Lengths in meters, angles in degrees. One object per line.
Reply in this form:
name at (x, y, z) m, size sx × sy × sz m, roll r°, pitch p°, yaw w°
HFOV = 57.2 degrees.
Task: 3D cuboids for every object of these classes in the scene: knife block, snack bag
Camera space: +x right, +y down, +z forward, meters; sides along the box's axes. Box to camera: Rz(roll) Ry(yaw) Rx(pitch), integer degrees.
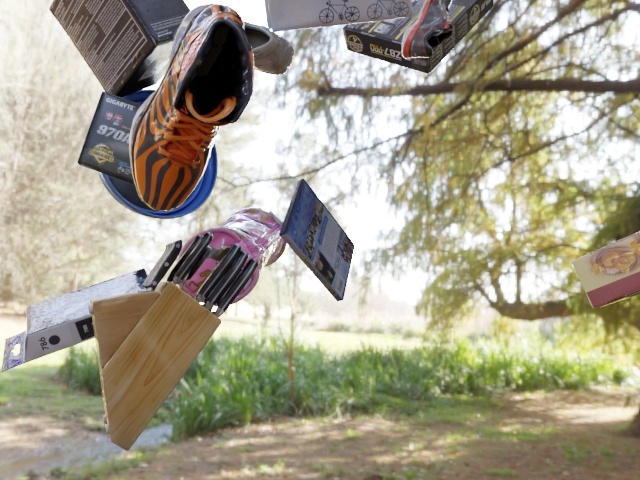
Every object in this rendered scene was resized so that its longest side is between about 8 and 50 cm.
knife block at (-0.199, 0.131, 0.847) m, size 0.242 × 0.275 × 0.088 m, roll -7°, pitch -1°, yaw -23°
snack bag at (0.019, -0.613, 1.187) m, size 0.323 × 0.342 × 0.037 m, roll 0°, pitch 29°, yaw 13°

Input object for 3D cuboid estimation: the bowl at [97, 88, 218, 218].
bowl at (-0.495, -0.254, 1.774) m, size 0.391 × 0.391 × 0.077 m, roll 11°, pitch -14°, yaw -42°

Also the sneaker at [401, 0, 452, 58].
sneaker at (0.192, -0.350, 0.964) m, size 0.065 × 0.158 × 0.061 m, roll 21°, pitch -23°, yaw 25°

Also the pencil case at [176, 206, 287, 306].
pencil case at (-0.175, 0.024, 1.255) m, size 0.160 × 0.167 × 0.386 m, roll 23°, pitch 12°, yaw 2°

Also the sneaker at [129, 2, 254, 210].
sneaker at (-0.186, -0.163, 0.808) m, size 0.124 × 0.321 × 0.180 m, roll 13°, pitch 23°, yaw -23°

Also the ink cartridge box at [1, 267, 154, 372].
ink cartridge box at (-0.520, 0.162, 1.265) m, size 0.333 × 0.065 × 0.165 m, roll -21°, pitch 24°, yaw -20°

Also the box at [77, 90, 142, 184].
box at (-0.409, -0.214, 1.310) m, size 0.220 × 0.175 × 0.051 m, roll 20°, pitch 1°, yaw 8°

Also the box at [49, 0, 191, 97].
box at (-0.513, -0.584, 1.544) m, size 0.296 × 0.294 × 0.183 m, roll -25°, pitch 11°, yaw 45°

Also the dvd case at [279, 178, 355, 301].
dvd case at (0.000, 0.000, 1.388) m, size 0.022 × 0.180 × 0.253 m, roll -15°, pitch -49°, yaw 31°

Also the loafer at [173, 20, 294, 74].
loafer at (-0.208, -0.450, 1.315) m, size 0.319 × 0.112 × 0.111 m, roll 16°, pitch -8°, yaw 25°

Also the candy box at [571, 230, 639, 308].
candy box at (0.555, 0.037, 0.991) m, size 0.183 × 0.087 × 0.316 m, roll -30°, pitch -19°, yaw 28°

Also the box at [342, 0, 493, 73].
box at (0.312, -0.711, 1.854) m, size 0.318 × 0.395 × 0.097 m, roll 26°, pitch -28°, yaw 31°
